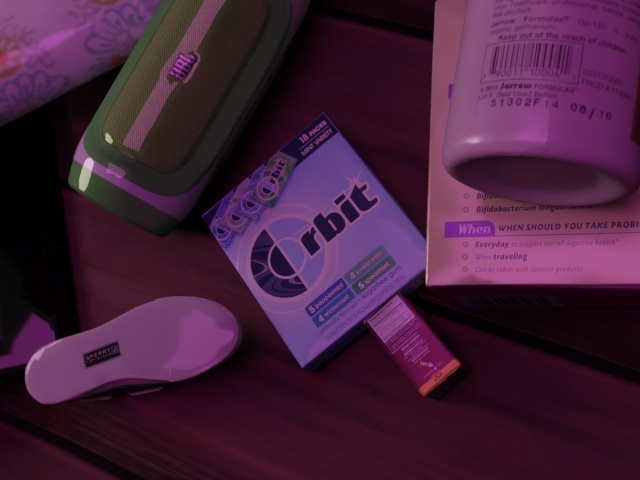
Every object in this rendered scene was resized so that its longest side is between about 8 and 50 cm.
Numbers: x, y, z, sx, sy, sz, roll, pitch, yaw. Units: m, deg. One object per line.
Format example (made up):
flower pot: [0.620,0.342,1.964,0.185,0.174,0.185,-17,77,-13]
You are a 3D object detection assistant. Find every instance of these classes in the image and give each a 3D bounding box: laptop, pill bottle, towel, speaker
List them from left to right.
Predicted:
laptop: [-0.493,0.024,0.994,0.408,0.236,0.382,-10,72,-11]
towel: [-0.360,-0.288,0.944,0.320,0.090,0.374,-31,63,-5]
speaker: [-0.123,-0.156,0.835,0.131,0.131,0.296,29,89,25]
pill bottle: [0.164,-0.148,0.586,0.131,0.131,0.229,7,79,23]

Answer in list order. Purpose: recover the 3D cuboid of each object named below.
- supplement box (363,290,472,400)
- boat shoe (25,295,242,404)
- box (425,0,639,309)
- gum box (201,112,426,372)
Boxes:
supplement box: [0.083,0.090,0.730,0.043,0.055,0.083,-42,65,7]
boat shoe: [-0.169,0.106,0.816,0.219,0.070,0.078,-14,74,15]
box: [0.204,-0.070,0.689,0.213,0.117,0.243,-2,77,21]
gum box: [0.000,0.000,0.793,0.157,0.041,0.184,-39,65,9]
